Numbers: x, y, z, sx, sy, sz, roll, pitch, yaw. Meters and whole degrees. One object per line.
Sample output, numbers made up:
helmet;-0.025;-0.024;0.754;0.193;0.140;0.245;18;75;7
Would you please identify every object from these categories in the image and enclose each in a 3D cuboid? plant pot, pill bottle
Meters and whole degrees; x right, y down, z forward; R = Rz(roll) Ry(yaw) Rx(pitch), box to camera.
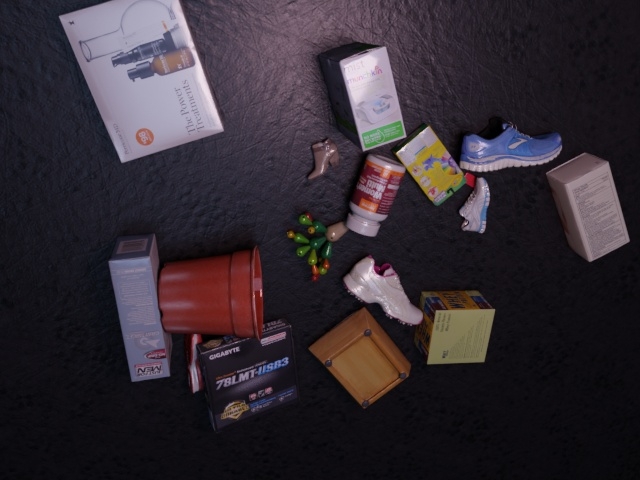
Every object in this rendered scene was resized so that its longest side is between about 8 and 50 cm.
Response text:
plant pot;-0.306;0.155;1.667;0.265;0.272;0.272;-2;112;-2
pill bottle;0.155;-0.131;1.706;0.121;0.121;0.221;15;107;-16

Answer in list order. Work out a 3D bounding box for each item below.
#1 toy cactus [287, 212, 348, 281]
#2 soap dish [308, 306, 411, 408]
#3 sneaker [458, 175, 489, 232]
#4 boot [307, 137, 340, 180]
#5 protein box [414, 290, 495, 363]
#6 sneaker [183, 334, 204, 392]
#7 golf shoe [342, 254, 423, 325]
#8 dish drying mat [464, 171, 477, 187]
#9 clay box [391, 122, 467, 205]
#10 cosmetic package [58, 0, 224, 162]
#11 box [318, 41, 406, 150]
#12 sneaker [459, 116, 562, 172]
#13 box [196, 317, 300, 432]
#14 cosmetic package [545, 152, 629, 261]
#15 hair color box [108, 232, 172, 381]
toy cactus;0.000;0.000;1.754;0.180;0.112;0.219;-31;112;-19
soap dish;0.137;0.391;1.910;0.229;0.118;0.291;-37;112;5
sneaker;0.470;-0.107;1.804;0.082;0.071;0.191;-2;117;0
boot;-0.002;-0.236;1.682;0.118;0.042;0.087;-29;107;0
protein box;0.432;0.281;1.914;0.201;0.136;0.200;0;112;-12
sneaker;-0.355;0.362;1.839;0.128;0.087;0.221;-6;112;-28
golf shoe;0.220;0.160;1.841;0.306;0.115;0.140;31;99;-21
dish drying mat;0.476;-0.180;1.811;0.083;0.008;0.032;25;105;-18
clay box;0.326;-0.222;1.741;0.127;0.053;0.222;-39;114;5
cosmetic package;-0.440;-0.421;1.492;0.284;0.097;0.377;-18;113;-1
box;0.101;-0.381;1.522;0.126;0.262;0.231;-19;113;-4
sneaker;0.564;-0.290;1.717;0.330;0.130;0.147;-10;106;-16
box;-0.221;0.420;1.839;0.295;0.073;0.293;-14;115;-23
cosmetic package;0.842;-0.104;1.848;0.153;0.129;0.296;-26;114;1
hair color box;-0.504;0.188;1.667;0.113;0.185;0.375;-7;112;-9
